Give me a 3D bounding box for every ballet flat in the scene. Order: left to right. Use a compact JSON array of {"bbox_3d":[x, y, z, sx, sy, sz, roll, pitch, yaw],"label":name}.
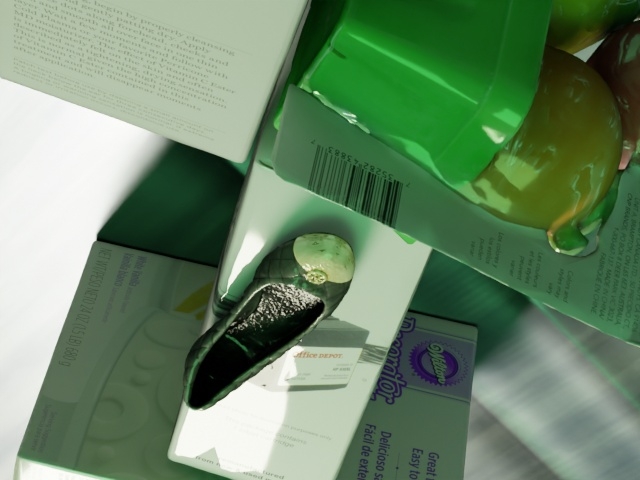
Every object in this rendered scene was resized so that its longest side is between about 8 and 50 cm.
[{"bbox_3d":[-0.031,0.053,1.042,0.057,0.049,0.173,30,132,-14],"label":"ballet flat"}]

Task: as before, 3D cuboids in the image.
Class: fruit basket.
[{"bbox_3d":[0.156,-0.085,0.999,0.353,0.327,0.165,27,144,-17],"label":"fruit basket"}]

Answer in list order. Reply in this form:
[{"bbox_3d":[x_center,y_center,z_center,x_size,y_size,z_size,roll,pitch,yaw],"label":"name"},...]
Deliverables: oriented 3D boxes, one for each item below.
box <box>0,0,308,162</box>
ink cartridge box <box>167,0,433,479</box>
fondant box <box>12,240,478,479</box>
[{"bbox_3d":[-0.064,-0.216,0.896,0.168,0.215,0.345,20,160,-4],"label":"box"},{"bbox_3d":[0.000,0.000,1.175,0.129,0.223,0.307,17,134,-3],"label":"ink cartridge box"},{"bbox_3d":[-0.052,0.143,1.313,0.330,0.238,0.096,14,133,-2],"label":"fondant box"}]
